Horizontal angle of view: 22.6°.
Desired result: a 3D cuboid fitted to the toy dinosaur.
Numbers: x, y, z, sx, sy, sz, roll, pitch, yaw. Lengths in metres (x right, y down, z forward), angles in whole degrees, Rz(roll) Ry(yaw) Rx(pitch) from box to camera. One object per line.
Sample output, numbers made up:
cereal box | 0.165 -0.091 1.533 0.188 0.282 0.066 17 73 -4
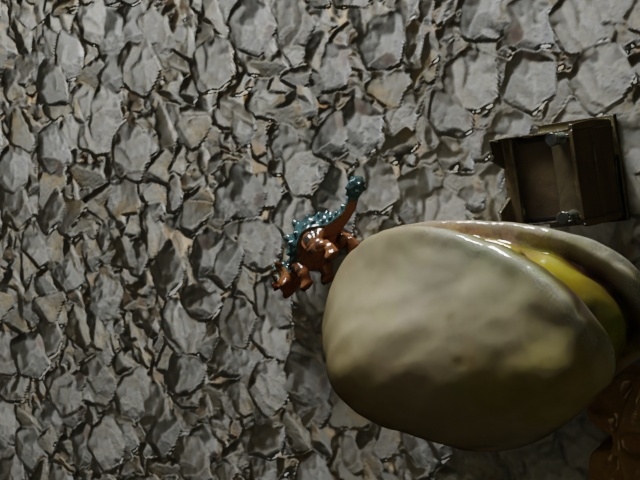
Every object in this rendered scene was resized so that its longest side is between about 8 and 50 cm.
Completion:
toy dinosaur | 0.000 0.000 1.397 0.055 0.049 0.154 53 128 22

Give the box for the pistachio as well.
pistachio | 0.121 0.064 1.233 0.288 0.166 0.197 -18 105 42

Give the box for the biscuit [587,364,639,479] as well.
biscuit | 0.326 0.157 1.182 0.288 0.044 0.202 8 102 34

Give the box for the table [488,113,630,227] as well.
table | 0.183 -0.049 1.230 0.070 0.082 0.083 -5 94 38
